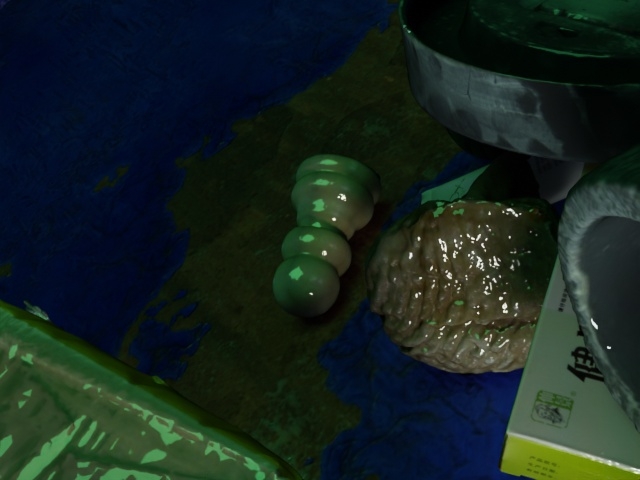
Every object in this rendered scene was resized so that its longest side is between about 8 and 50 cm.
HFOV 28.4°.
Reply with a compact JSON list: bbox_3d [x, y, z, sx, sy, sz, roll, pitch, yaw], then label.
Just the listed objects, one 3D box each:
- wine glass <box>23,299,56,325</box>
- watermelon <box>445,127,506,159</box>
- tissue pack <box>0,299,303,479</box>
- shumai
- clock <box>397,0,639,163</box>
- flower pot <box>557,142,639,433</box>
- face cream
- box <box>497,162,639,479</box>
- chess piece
[{"bbox_3d":[-0.375,0.186,1.469,0.222,0.103,0.103,-52,34,-16],"label":"wine glass"},{"bbox_3d":[0.168,-0.143,1.255,0.105,0.133,0.105,-19,31,11],"label":"watermelon"},{"bbox_3d":[-0.099,0.249,0.798,0.293,0.382,0.228,23,66,36],"label":"tissue pack"},{"bbox_3d":[0.152,0.013,1.102,0.206,0.166,0.175,-8,22,36],"label":"shumai"},{"bbox_3d":[0.259,-0.177,1.089,0.386,0.076,0.386,-4,29,2],"label":"clock"},{"bbox_3d":[0.326,0.005,0.741,0.282,0.299,0.299,-27,30,-14],"label":"flower pot"},{"bbox_3d":[0.192,-0.055,1.207,0.243,0.058,0.092,-25,40,34],"label":"face cream"},{"bbox_3d":[0.247,0.069,0.914,0.175,0.062,0.260,15,57,12],"label":"box"},{"bbox_3d":[0.000,0.000,1.312,0.094,0.094,0.170,-12,46,38],"label":"chess piece"}]
